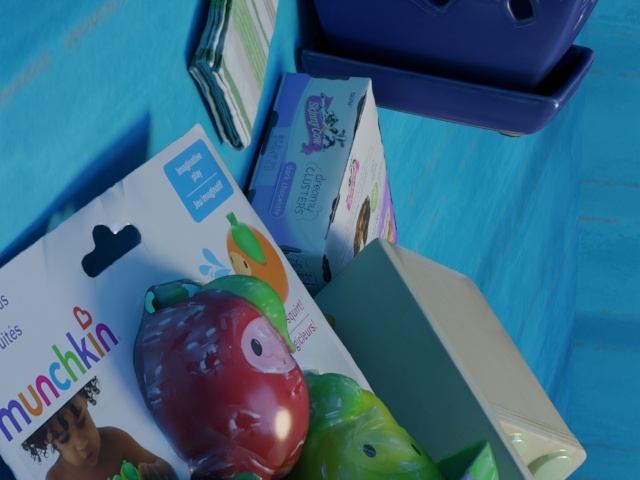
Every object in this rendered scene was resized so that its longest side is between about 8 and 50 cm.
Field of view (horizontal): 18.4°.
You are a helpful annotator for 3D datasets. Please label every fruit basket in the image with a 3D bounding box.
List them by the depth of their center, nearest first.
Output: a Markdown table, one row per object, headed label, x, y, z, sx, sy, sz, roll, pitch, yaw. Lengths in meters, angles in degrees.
| label | x | y | z | sx | sy | sz | roll | pitch | yaw |
| --- | --- | --- | --- | --- | --- | --- | --- | --- | --- |
| fruit basket | -0.024 | 0.126 | 1.062 | 0.353 | 0.165 | 0.327 | 62 | 28 | -9 |

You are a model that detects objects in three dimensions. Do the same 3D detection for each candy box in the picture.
| label | x | y | z | sx | sy | sz | roll | pitch | yaw |
| --- | --- | --- | --- | --- | --- | --- | --- | --- | --- |
| candy box | 0.000 | 0.000 | 1.471 | 0.196 | 0.070 | 0.165 | 78 | 23 | -51 |

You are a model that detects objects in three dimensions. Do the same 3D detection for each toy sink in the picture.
| label | x | y | z | sx | sy | sz | roll | pitch | yaw |
| --- | --- | --- | --- | --- | --- | --- | --- | --- | --- |
| toy sink | 0.074 | 0.142 | 1.349 | 0.131 | 0.153 | 0.234 | 24 | 27 | -47 |

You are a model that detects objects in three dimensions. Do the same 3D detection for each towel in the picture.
| label | x | y | z | sx | sy | sz | roll | pitch | yaw |
| --- | --- | --- | --- | --- | --- | --- | --- | --- | --- |
| towel | -0.054 | -0.150 | 1.313 | 0.113 | 0.023 | 0.152 | 72 | 25 | -62 |

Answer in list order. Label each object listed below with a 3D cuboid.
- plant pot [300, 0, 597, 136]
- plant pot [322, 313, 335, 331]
| label | x | y | z | sx | sy | sz | roll | pitch | yaw |
| --- | --- | --- | --- | --- | --- | --- | --- | --- | --- |
| plant pot | 0.112 | -0.211 | 1.530 | 0.236 | 0.236 | 0.212 | -49 | 150 | -67 |
| plant pot | -0.048 | 0.082 | 1.308 | 0.083 | 0.081 | 0.081 | 16 | 80 | -64 |
